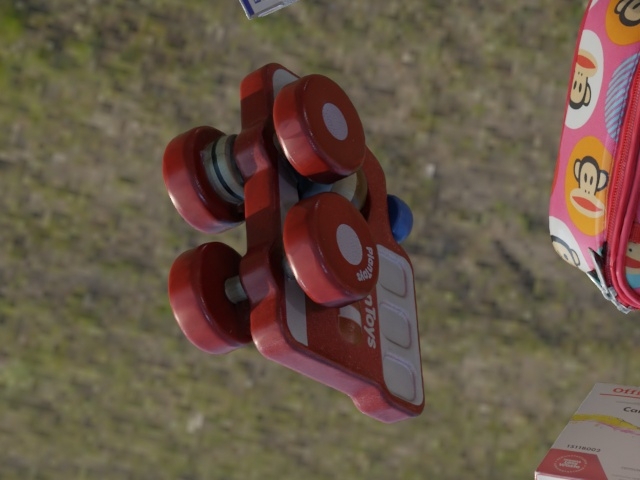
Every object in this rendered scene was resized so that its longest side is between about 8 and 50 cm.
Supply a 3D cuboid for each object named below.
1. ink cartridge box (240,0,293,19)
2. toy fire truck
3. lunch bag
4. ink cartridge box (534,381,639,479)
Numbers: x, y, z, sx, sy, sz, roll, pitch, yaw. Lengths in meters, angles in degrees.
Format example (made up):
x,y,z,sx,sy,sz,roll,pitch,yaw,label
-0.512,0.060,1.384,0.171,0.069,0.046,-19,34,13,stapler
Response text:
x,y,z,sx,sy,sz,roll,pitch,yaw,label
-0.006,-0.298,1.677,0.065,0.165,0.333,-20,-173,46,ink cartridge box
0.000,0.000,1.837,0.169,0.302,0.254,-23,146,30,toy fire truck
0.299,-0.048,1.354,0.293,0.258,0.120,2,-163,-26,lunch bag
0.260,0.175,1.623,0.115,0.198,0.067,6,116,24,ink cartridge box
